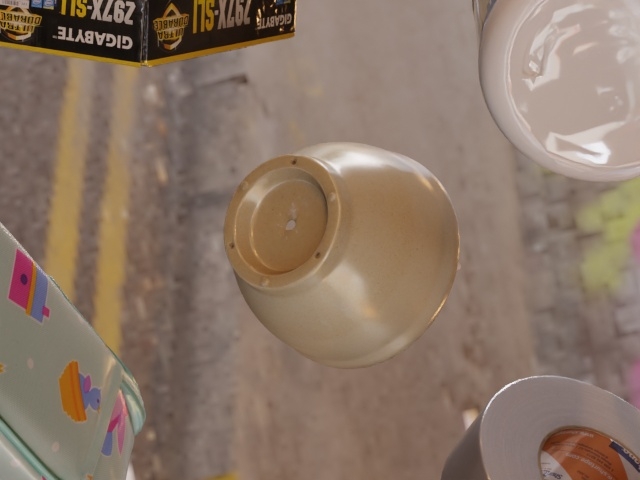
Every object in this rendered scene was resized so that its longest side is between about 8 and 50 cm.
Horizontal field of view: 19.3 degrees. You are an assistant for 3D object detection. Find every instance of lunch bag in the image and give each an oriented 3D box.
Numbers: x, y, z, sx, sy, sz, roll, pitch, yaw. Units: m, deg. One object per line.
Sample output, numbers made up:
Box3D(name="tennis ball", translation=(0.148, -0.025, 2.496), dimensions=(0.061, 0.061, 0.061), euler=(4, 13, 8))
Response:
Box3D(name="lunch bag", translation=(-0.243, 0.064, 0.986), dimensions=(0.279, 0.224, 0.108), euler=(53, 38, -38))

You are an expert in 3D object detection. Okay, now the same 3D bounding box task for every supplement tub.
Box3D(name="supplement tub", translation=(0.165, -0.135, 1.149), dimensions=(0.200, 0.144, 0.144), euler=(-85, 157, -66))

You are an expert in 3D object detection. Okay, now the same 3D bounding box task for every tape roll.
Box3D(name="tape roll", translation=(0.206, 0.214, 1.496), dimensions=(0.219, 0.072, 0.219), euler=(20, 39, -17))

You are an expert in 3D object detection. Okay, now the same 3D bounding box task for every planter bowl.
Box3D(name="planter bowl", translation=(0.000, 0.000, 1.312), dimensions=(0.109, 0.162, 0.162), euler=(25, 52, -53))

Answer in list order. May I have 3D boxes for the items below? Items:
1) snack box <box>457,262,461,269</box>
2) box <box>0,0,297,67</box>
Box3D(name="snack box", translation=(0.062, 0.043, 1.752), dimensions=(0.022, 0.064, 0.178), euler=(57, -24, -9))
Box3D(name="box", translation=(-0.206, -0.247, 1.961), dimensions=(0.322, 0.257, 0.079), euler=(-23, 119, -62))
